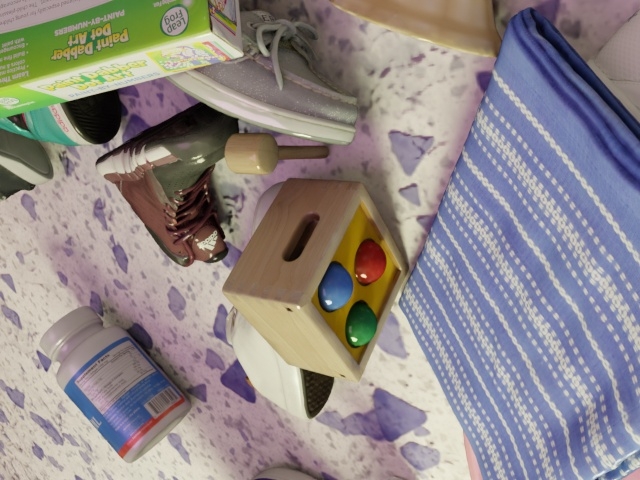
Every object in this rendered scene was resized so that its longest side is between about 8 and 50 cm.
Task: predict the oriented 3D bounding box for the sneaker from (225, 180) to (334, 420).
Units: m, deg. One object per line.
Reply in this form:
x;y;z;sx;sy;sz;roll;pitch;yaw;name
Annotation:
-0.060;0.066;0.691;0.123;0.106;0.290;17;126;28;sneaker

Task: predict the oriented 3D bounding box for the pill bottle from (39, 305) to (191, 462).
-0.308;0.207;0.963;0.221;0.124;0.124;45;135;9;pill bottle

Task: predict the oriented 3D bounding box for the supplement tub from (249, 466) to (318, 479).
-0.094;0.480;0.806;0.241;0.331;0.241;19;126;29;supplement tub

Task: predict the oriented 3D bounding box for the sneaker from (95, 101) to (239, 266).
-0.128;-0.047;0.678;0.281;0.106;0.163;3;127;59;sneaker

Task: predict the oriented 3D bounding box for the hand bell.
0.097;-0.251;0.398;0.126;0.126;0.242;29;118;23;hand bell

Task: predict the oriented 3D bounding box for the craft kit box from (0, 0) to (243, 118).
-0.190;-0.243;0.517;0.249;0.061;0.247;-7;81;20;craft kit box

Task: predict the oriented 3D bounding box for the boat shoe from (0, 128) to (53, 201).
-0.452;-0.133;0.780;0.114;0.091;0.302;64;-175;32;boat shoe

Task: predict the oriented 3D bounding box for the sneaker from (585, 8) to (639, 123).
0.253;-0.033;0.337;0.297;0.111;0.129;55;130;28;sneaker

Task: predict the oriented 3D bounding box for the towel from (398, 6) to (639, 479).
0.136;0.050;0.447;0.336;0.040;0.243;102;151;-51;towel

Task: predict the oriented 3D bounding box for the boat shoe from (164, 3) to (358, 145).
-0.090;-0.189;0.562;0.320;0.118;0.103;40;113;23;boat shoe

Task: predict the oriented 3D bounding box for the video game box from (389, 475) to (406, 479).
0.069;0.411;0.737;0.048;0.187;0.205;5;119;33;video game box

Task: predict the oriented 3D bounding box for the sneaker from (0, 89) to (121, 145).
-0.357;-0.243;0.743;0.178;0.124;0.296;-3;115;29;sneaker

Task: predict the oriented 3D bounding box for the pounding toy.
0.002;-0.011;0.560;0.094;0.181;0.206;7;146;35;pounding toy

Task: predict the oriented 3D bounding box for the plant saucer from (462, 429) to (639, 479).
0.225;0.198;0.472;0.332;0.084;0.332;168;90;-72;plant saucer
